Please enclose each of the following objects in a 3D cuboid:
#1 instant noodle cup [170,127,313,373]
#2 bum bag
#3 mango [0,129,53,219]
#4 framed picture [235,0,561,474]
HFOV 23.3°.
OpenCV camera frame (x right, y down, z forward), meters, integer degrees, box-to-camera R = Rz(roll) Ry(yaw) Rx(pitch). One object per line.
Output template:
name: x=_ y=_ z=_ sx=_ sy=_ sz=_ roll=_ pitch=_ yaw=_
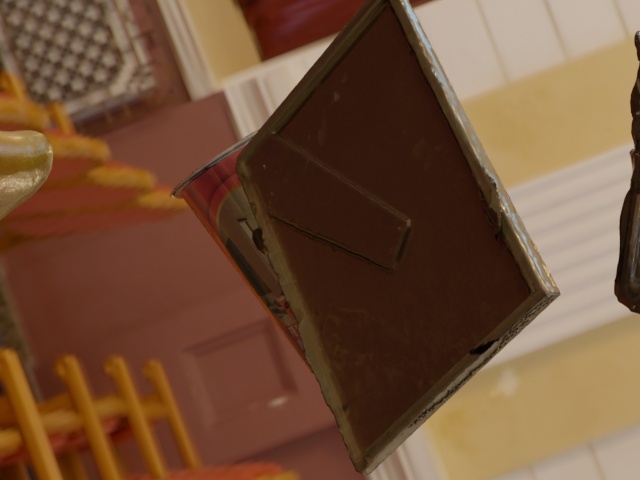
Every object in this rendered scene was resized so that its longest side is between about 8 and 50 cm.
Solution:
instant noodle cup: x=0.000 y=0.000 z=1.647 sx=0.255 sy=0.244 sz=0.244 roll=60 pitch=4 yaw=2
bum bag: x=0.372 y=-0.066 z=1.599 sx=0.080 sy=0.142 sz=0.326 roll=-17 pitch=-116 yaw=60
mango: x=-0.350 y=-0.059 z=1.491 sx=0.099 sy=0.136 sz=0.227 roll=47 pitch=32 yaw=20
framed picture: x=0.037 y=-0.013 z=1.047 sx=0.019 sy=0.209 sz=0.281 roll=9 pitch=47 yaw=-39
